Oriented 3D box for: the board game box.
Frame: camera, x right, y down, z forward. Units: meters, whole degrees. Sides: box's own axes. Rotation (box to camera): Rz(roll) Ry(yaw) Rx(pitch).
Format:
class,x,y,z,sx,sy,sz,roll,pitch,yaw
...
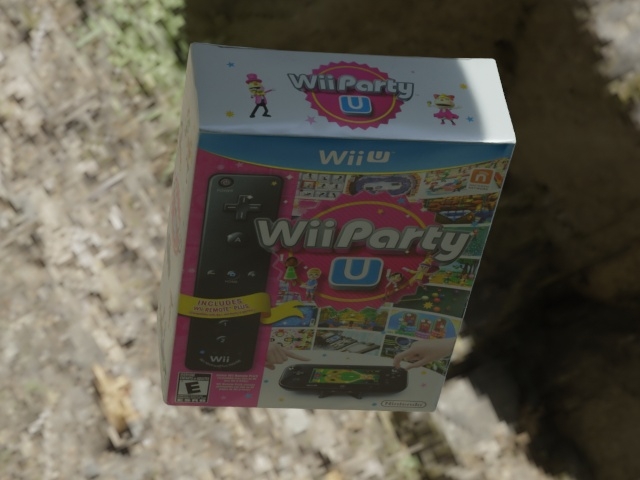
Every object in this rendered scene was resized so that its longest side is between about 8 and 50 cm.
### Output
class,x,y,z,sx,sy,sz,roll,pitch,yaw
board game box,0.000,0.000,1.265,0.224,0.303,0.097,2,46,-9
